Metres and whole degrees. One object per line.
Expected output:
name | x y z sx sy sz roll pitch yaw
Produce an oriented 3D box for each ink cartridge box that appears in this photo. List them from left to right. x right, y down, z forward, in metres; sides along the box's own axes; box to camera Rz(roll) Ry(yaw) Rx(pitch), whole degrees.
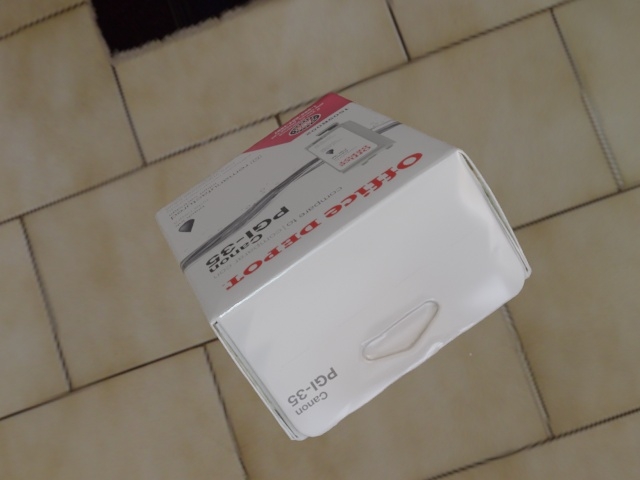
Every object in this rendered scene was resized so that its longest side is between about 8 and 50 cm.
ink cartridge box | 0.000 0.000 0.734 0.207 0.283 0.117 -35 113 -5
